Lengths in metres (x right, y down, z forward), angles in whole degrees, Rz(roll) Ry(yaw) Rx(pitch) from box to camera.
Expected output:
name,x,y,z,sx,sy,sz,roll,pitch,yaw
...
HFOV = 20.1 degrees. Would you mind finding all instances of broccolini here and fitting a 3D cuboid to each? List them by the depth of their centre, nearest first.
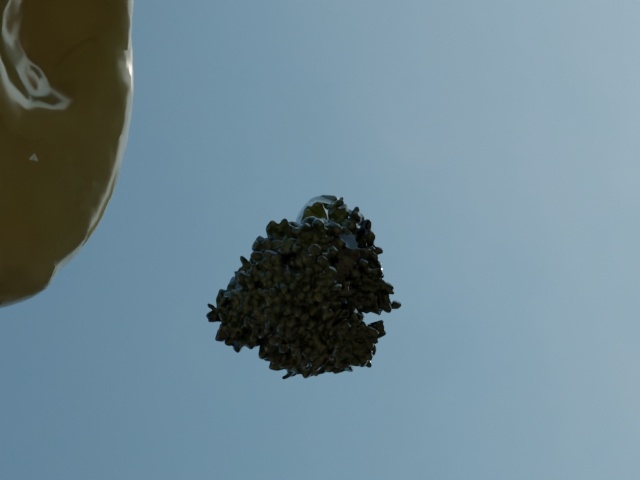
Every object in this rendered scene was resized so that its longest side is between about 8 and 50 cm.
name,x,y,z,sx,sy,sz,roll,pitch,yaw
broccolini,-0.002,-0.001,0.732,0.067,0.216,0.058,-15,-77,7

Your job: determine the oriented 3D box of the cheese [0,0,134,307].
name,x,y,z,sx,sy,sz,roll,pitch,yaw
cheese,-0.175,-0.128,0.479,0.384,0.104,0.384,-6,-81,-45
